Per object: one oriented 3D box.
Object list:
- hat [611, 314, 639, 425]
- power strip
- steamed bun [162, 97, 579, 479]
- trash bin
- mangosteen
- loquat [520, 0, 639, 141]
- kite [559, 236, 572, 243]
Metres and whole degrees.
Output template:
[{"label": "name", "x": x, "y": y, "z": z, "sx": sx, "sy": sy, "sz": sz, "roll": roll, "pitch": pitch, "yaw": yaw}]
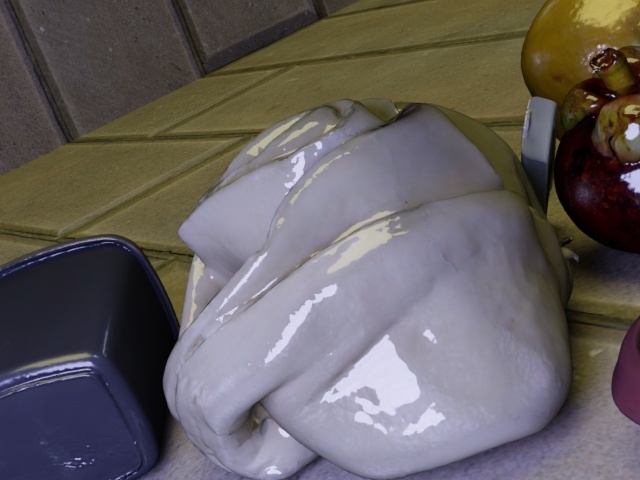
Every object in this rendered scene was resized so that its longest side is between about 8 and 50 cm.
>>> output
[{"label": "hat", "x": 0.287, "y": 0.077, "z": 0.687, "sx": 0.205, "sy": 0.089, "sz": 0.205, "roll": -24, "pitch": 18, "yaw": 8}, {"label": "power strip", "x": 0.208, "y": -0.058, "z": 1.039, "sx": 0.027, "sy": 0.253, "sz": 0.060, "roll": 8, "pitch": 71, "yaw": 13}, {"label": "steamed bun", "x": 0.029, "y": 0.013, "z": 0.896, "sx": 0.342, "sy": 0.255, "sz": 0.368, "roll": -16, "pitch": 17, "yaw": 20}, {"label": "trash bin", "x": -0.246, "y": 0.117, "z": 1.030, "sx": 0.209, "sy": 0.182, "sz": 0.290, "roll": -20, "pitch": 23, "yaw": 2}, {"label": "mangosteen", "x": 0.289, "y": -0.085, "z": 0.969, "sx": 0.200, "sy": 0.200, "sz": 0.200, "roll": -19, "pitch": 18, "yaw": 7}, {"label": "loquat", "x": 0.337, "y": -0.200, "z": 1.202, "sx": 0.213, "sy": 0.213, "sz": 0.246, "roll": -26, "pitch": -2, "yaw": -14}, {"label": "kite", "x": 0.189, "y": 0.030, "z": 1.059, "sx": 0.152, "sy": 0.005, "sz": 0.137, "roll": -25, "pitch": 19, "yaw": -10}]
